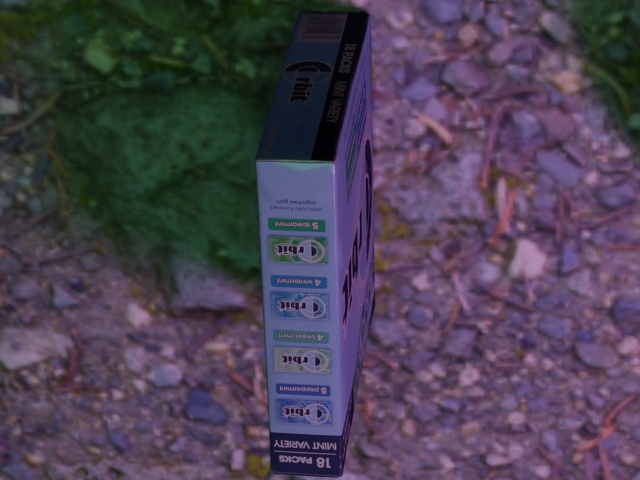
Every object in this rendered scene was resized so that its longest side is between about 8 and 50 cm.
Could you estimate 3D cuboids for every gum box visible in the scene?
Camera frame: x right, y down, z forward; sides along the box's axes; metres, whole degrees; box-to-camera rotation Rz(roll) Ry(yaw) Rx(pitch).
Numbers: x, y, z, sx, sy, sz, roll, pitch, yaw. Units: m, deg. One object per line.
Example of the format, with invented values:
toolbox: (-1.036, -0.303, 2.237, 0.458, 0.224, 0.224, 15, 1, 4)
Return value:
gum box: (0.000, 0.000, 1.004, 0.041, 0.157, 0.184, 2, 123, 7)
